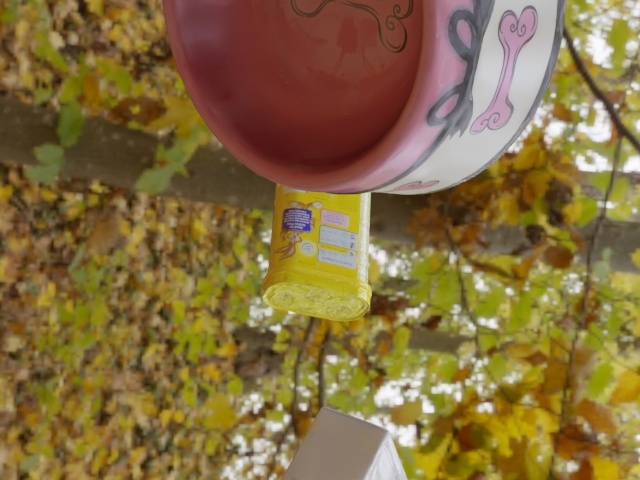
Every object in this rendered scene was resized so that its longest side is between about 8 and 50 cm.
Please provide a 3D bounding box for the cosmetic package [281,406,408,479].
[{"bbox_3d":[-0.003,0.291,0.927,0.231,0.086,0.117,-58,146,-30],"label":"cosmetic package"}]

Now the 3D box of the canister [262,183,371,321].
[{"bbox_3d":[0.000,0.000,1.159,0.073,0.126,0.169,125,-27,-55],"label":"canister"}]

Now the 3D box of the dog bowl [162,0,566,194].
[{"bbox_3d":[0.013,-0.224,0.913,0.408,0.150,0.407,18,-62,38],"label":"dog bowl"}]
